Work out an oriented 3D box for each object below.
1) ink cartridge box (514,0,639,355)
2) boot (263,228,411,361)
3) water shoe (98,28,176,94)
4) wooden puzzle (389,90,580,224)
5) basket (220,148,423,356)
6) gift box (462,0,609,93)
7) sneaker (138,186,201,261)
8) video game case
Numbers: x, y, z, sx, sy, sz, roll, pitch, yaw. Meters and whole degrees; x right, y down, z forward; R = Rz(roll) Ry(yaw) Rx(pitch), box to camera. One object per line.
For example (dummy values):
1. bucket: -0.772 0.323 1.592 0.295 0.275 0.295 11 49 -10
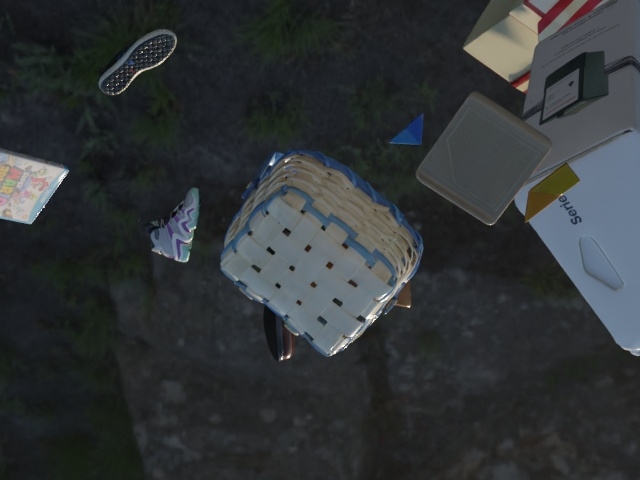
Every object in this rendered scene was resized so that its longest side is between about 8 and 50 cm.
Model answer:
1. ink cartridge box: 0.292 -0.070 0.919 0.122 0.289 0.211 -28 113 32
2. boot: 0.036 0.108 1.902 0.281 0.264 0.096 6 162 -17
3. water shoe: -0.405 -0.402 2.139 0.203 0.080 0.073 -35 135 9
4. wooden puzzle: 0.112 -0.056 0.678 0.116 0.014 0.078 39 108 -8
5. basket: 0.000 0.000 1.261 0.255 0.289 0.201 40 114 -1
6. gift box: 0.354 -0.270 1.215 0.255 0.276 0.258 28 171 -9
7. sneaker: -0.182 -0.023 1.174 0.069 0.038 0.098 12 113 -8
8. video game case: -0.485 -0.085 1.521 0.119 0.015 0.166 -51 148 18
